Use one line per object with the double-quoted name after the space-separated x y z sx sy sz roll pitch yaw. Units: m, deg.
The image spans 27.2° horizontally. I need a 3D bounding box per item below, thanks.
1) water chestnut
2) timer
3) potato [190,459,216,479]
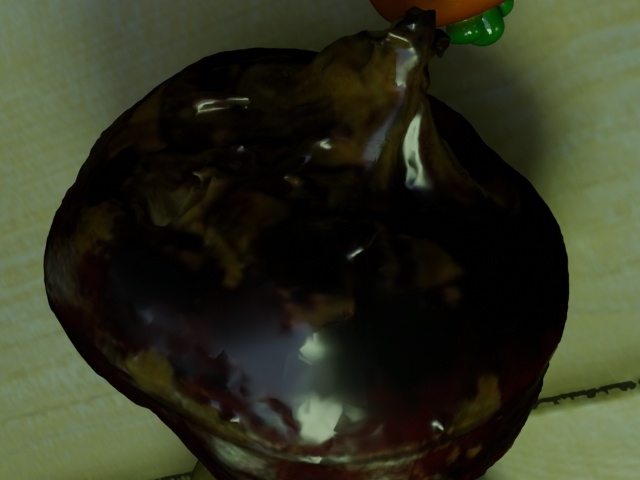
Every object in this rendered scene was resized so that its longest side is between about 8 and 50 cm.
0.000 0.000 0.838 0.335 0.335 0.347 26 138 8 "water chestnut"
0.087 -0.183 0.846 0.136 0.099 0.136 17 135 18 "timer"
0.006 0.244 1.044 0.285 0.242 0.242 1 118 39 "potato"
